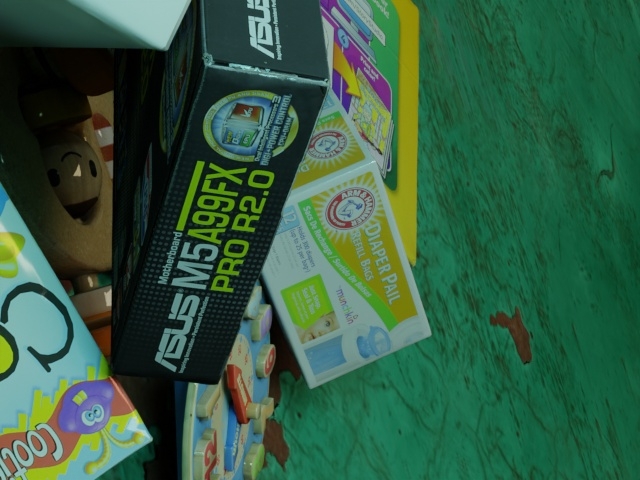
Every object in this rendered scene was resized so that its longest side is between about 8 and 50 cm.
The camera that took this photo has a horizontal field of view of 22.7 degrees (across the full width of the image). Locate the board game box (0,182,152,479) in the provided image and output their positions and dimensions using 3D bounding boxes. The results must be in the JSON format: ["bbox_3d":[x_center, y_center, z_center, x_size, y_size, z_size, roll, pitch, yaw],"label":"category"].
[{"bbox_3d":[-0.232,0.021,0.837,0.144,0.142,0.275,-35,107,-20],"label":"board game box"}]

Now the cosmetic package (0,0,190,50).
[{"bbox_3d":[-0.198,-0.201,0.807,0.197,0.365,0.155,30,80,-31],"label":"cosmetic package"}]

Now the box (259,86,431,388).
[{"bbox_3d":[0.000,0.000,1.252,0.103,0.114,0.203,-118,-175,-47],"label":"box"}]

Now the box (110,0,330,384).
[{"bbox_3d":[-0.062,-0.094,0.842,0.060,0.216,0.270,8,45,-15],"label":"box"}]

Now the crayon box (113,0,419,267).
[{"bbox_3d":[-0.048,-0.178,1.376,0.363,0.106,0.313,43,38,-42],"label":"crayon box"}]

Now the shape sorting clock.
[{"bbox_3d":[-0.064,0.122,1.160,0.206,0.040,0.206,7,90,-74],"label":"shape sorting clock"}]

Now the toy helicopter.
[{"bbox_3d":[-0.140,-0.008,1.094,0.355,0.140,0.235,44,29,-60],"label":"toy helicopter"}]
